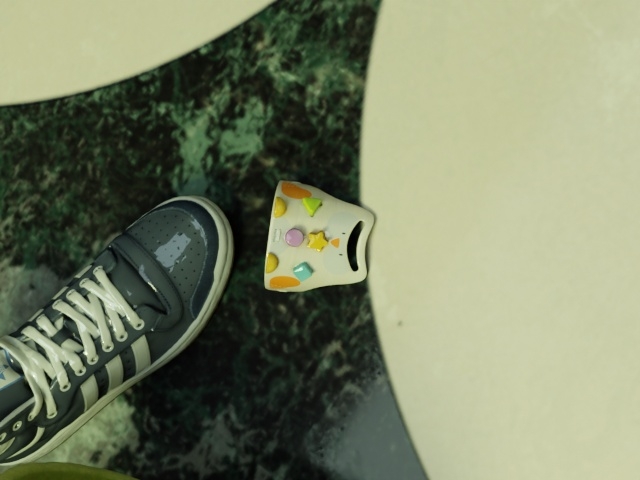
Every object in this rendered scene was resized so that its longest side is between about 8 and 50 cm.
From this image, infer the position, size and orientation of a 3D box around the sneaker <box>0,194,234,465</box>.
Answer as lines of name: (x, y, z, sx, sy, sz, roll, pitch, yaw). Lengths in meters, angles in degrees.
sneaker: (-0.191, 0.074, 1.095, 0.282, 0.153, 0.099, -44, 74, 14)

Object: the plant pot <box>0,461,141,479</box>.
plant pot: (-0.149, 0.329, 0.997, 0.276, 0.276, 0.254, 30, 97, 20)

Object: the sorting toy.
sorting toy: (0.000, 0.000, 1.091, 0.075, 0.045, 0.083, 7, 90, 3)
